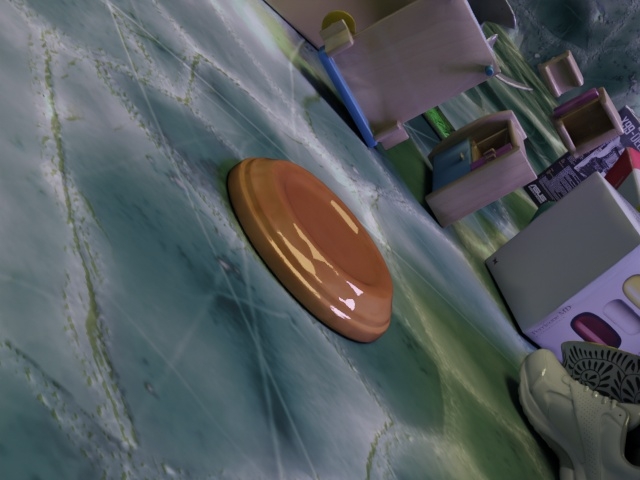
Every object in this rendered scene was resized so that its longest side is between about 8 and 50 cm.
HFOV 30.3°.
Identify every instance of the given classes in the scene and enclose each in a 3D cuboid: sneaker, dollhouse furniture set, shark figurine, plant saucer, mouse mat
[{"bbox_3d":[0.289,0.193,1.225,0.090,0.115,0.232,33,24,-42],"label":"sneaker"},{"bbox_3d":[0.185,-0.224,1.530,0.303,0.286,0.198,57,15,-16],"label":"dollhouse furniture set"},{"bbox_3d":[0.219,-0.288,1.536,0.116,0.166,0.278,39,-30,33],"label":"shark figurine"},{"bbox_3d":[0.000,0.000,1.048,0.200,0.037,0.200,44,19,-20],"label":"plant saucer"},{"bbox_3d":[0.205,-0.185,1.955,0.190,0.007,0.152,54,18,13],"label":"mouse mat"}]

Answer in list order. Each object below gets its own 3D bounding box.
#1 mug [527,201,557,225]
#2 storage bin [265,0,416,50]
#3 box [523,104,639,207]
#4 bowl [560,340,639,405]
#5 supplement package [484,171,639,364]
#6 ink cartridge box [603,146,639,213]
[{"bbox_3d":[0.355,0.030,1.699,0.129,0.097,0.158,5,-34,53],"label":"mug"},{"bbox_3d":[0.040,-0.395,1.574,0.262,0.260,0.123,39,25,-33],"label":"storage bin"},{"bbox_3d":[0.561,-0.054,2.165,0.307,0.242,0.076,55,18,15],"label":"box"},{"bbox_3d":[0.353,0.189,1.403,0.170,0.080,0.170,23,-14,6],"label":"bowl"},{"bbox_3d":[0.366,0.061,1.545,0.203,0.194,0.149,36,22,-36],"label":"supplement package"},{"bbox_3d":[0.567,0.057,1.843,0.279,0.160,0.385,29,29,-9],"label":"ink cartridge box"}]
